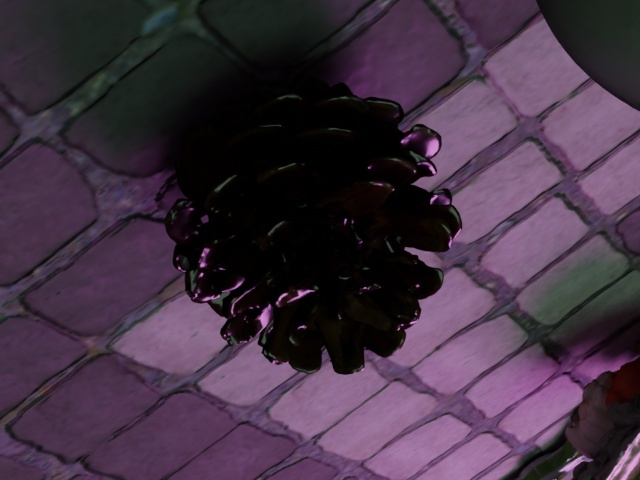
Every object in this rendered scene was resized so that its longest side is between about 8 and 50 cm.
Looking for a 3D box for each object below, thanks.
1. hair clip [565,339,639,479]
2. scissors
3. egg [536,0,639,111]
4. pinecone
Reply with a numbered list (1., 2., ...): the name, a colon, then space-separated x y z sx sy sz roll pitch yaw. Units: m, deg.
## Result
1. hair clip: 0.292 0.107 1.104 0.321 0.091 0.138 -16 140 -45
2. scissors: 0.193 0.198 1.200 0.204 0.027 0.101 -38 148 8
3. egg: 0.209 -0.142 0.552 0.283 0.203 0.203 -21 148 -22
4. pinecone: -0.002 -0.001 0.649 0.140 0.120 0.140 -7 139 -6
